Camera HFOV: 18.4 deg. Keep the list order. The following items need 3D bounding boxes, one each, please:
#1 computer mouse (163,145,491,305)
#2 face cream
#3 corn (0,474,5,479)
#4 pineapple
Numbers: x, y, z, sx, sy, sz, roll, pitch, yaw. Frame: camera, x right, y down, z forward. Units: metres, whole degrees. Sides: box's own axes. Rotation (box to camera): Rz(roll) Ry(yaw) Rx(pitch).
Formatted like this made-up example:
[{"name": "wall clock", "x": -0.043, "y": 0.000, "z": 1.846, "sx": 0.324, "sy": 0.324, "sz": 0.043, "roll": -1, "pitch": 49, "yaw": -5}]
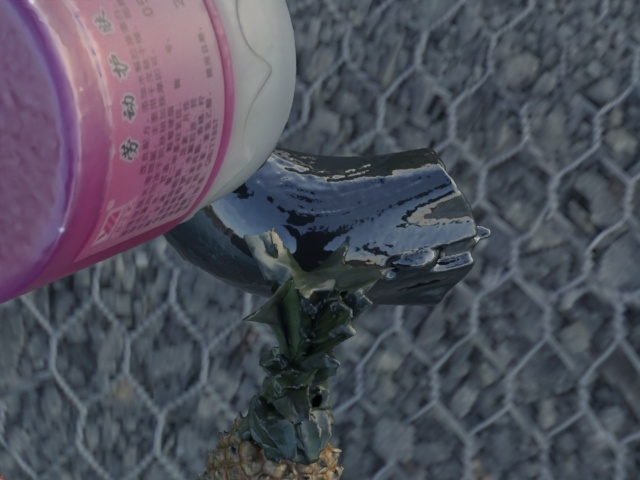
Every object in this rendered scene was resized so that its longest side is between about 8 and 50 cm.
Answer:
[{"name": "computer mouse", "x": 0.000, "y": 0.000, "z": 1.510, "sx": 0.264, "sy": 0.147, "sz": 0.088, "roll": 0, "pitch": 42, "yaw": 0}, {"name": "face cream", "x": -0.127, "y": -0.074, "z": 0.915, "sx": 0.175, "sy": 0.175, "sz": 0.195, "roll": 52, "pitch": 34, "yaw": 7}, {"name": "corn", "x": -0.228, "y": 0.226, "z": 1.429, "sx": 0.079, "sy": 0.079, "sz": 0.237, "roll": -44, "pitch": 105, "yaw": -13}, {"name": "pineapple", "x": -0.027, "y": 0.121, "z": 1.463, "sx": 0.119, "sy": 0.277, "sz": 0.130, "roll": 34, "pitch": 42, "yaw": 27}]
